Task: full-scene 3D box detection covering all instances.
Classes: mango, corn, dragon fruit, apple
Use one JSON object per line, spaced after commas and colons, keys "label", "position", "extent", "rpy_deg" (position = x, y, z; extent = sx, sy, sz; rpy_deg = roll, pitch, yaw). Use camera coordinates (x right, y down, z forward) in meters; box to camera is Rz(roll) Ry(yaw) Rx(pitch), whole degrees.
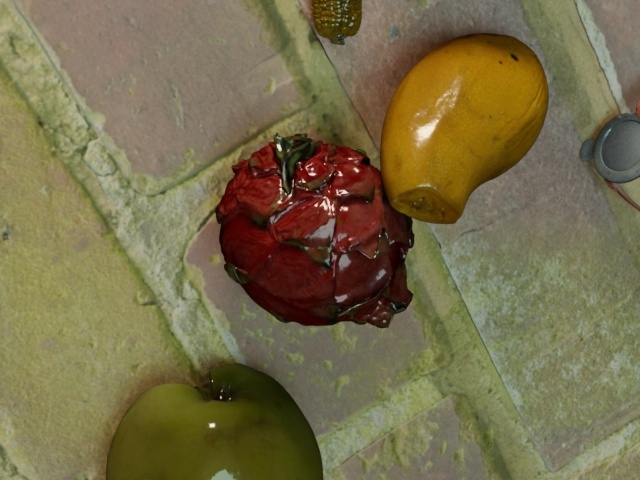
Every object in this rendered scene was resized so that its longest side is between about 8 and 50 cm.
{"label": "mango", "position": [0.184, -0.159, 1.873], "extent": [0.187, 0.144, 0.359], "rpy_deg": [54, 48, -6]}
{"label": "corn", "position": [0.020, -0.351, 1.841], "extent": [0.068, 0.068, 0.207], "rpy_deg": [-8, 113, -17]}
{"label": "dragon fruit", "position": [0.000, 0.000, 1.870], "extent": [0.299, 0.244, 0.244], "rpy_deg": [44, 92, -11]}
{"label": "apple", "position": [-0.137, 0.324, 1.954], "extent": [0.295, 0.233, 0.258], "rpy_deg": [-7, 117, -18]}

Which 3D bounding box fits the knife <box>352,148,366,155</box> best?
{"label": "knife", "position": [0.040, -0.050, 1.991], "extent": [0.078, 0.022, 0.166], "rpy_deg": [-2, 112, -15]}

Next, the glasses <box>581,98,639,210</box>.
{"label": "glasses", "position": [0.532, -0.135, 2.133], "extent": [0.234, 0.118, 0.268], "rpy_deg": [-49, 138, 1]}
